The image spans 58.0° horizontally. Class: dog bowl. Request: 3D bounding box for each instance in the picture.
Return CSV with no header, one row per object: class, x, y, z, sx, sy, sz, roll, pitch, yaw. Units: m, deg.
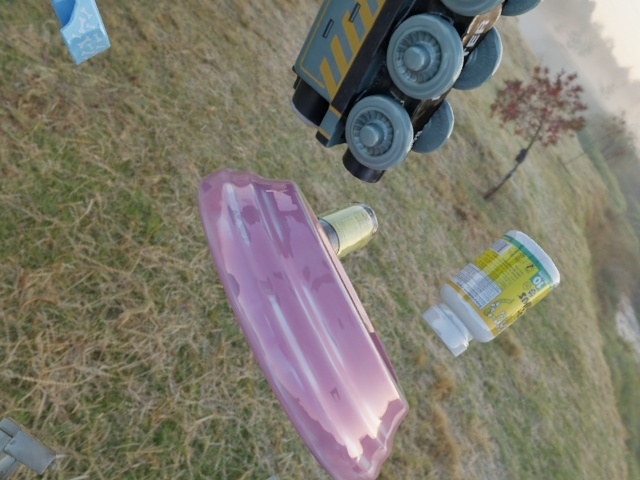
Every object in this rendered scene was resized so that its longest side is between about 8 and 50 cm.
dog bowl,-0.459,-0.468,1.032,0.297,0.074,0.166,80,-15,-44

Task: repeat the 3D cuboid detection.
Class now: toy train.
toy train,0.085,-0.221,0.583,0.190,0.334,0.142,45,40,17

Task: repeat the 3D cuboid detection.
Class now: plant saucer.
plant saucer,-0.005,0.068,0.576,0.332,0.084,0.332,63,1,-3

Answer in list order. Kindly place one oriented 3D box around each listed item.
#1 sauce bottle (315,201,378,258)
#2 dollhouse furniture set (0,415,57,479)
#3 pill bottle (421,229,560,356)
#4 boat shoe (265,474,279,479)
sauce bottle,0.000,0.000,1.215,0.344,0.111,0.111,-24,79,-53
dollhouse furniture set,-0.233,0.225,0.418,0.123,0.151,0.144,41,63,-10
pill bottle,0.271,0.090,0.940,0.117,0.208,0.117,51,0,0
boat shoe,-0.027,0.281,0.469,0.078,0.070,0.219,65,-10,-24
